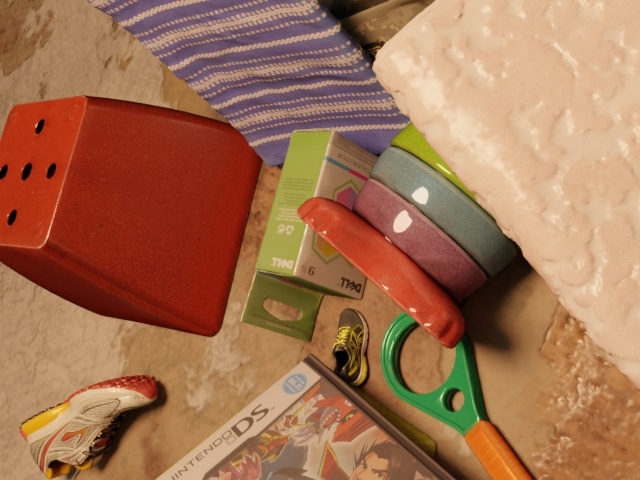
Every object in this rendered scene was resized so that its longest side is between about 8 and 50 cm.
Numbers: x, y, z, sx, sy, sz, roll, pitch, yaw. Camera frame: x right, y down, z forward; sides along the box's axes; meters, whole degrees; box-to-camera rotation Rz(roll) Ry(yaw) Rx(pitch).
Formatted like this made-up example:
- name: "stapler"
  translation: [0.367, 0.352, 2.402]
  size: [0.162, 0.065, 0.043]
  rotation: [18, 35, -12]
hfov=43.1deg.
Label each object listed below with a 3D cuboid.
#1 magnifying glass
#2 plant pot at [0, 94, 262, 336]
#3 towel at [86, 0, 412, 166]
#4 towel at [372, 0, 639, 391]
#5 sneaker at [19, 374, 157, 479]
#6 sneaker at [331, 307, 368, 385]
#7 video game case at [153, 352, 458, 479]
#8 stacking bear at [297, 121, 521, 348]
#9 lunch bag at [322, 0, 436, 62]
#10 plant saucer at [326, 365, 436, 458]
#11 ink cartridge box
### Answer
- name: "magnifying glass"
  translation: [0.130, 0.154, 0.740]
  size: [0.092, 0.026, 0.231]
  rotation: [-48, 47, 16]
- name: "plant pot"
  translation: [-0.268, -0.046, 1.016]
  size: [0.267, 0.235, 0.267]
  rotation: [3, 77, 42]
- name: "towel"
  translation: [-0.062, -0.176, 0.822]
  size: [0.243, 0.336, 0.040]
  rotation: [1, 63, 40]
- name: "towel"
  translation: [0.254, -0.110, 0.592]
  size: [0.317, 0.053, 0.332]
  rotation: [-39, 76, 10]
- name: "sneaker"
  translation: [-0.287, 0.238, 1.043]
  size: [0.225, 0.088, 0.093]
  rotation: [-32, 76, 29]
- name: "sneaker"
  translation: [0.029, 0.106, 0.834]
  size: [0.031, 0.035, 0.083]
  rotation: [-25, 55, 32]
- name: "video game case"
  translation: [-0.022, 0.246, 0.690]
  size: [0.248, 0.035, 0.275]
  rotation: [-37, 41, -17]
- name: "stacking bear"
  translation: [0.145, -0.069, 0.722]
  size: [0.175, 0.164, 0.289]
  rotation: [41, 91, 11]
- name: "lunch bag"
  translation: [0.055, -0.265, 0.819]
  size: [0.235, 0.169, 0.287]
  rotation: [-9, 111, 41]
- name: "plant saucer"
  translation: [-0.003, 0.237, 0.806]
  size: [0.188, 0.045, 0.188]
  rotation: [27, 93, 44]
- name: "ink cartridge box"
  translation: [0.000, 0.000, 0.851]
  size: [0.062, 0.109, 0.209]
  rotation: [7, 79, 43]
